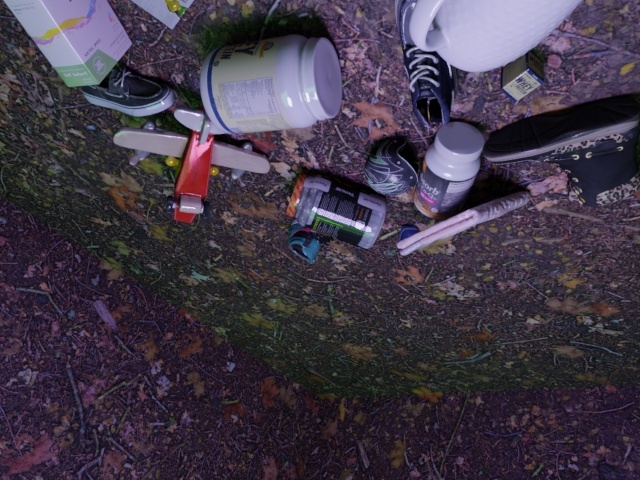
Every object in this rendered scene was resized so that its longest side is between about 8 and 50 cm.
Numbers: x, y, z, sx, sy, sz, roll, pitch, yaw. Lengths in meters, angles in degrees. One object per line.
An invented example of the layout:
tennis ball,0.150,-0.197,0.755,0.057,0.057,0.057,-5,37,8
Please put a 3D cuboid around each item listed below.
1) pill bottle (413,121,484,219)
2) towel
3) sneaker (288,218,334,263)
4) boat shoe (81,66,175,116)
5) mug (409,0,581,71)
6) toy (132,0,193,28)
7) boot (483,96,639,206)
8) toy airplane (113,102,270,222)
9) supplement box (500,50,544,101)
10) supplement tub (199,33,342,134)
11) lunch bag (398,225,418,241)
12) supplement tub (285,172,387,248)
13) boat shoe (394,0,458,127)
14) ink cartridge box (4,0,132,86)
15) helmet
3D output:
pill bottle,0.376,-0.201,1.499,0.162,0.162,0.278,13,145,7
towel,0.443,-0.055,1.581,0.317,0.332,0.053,-29,83,47
sneaker,0.000,0.000,1.930,0.295,0.178,0.124,-3,141,27
boat shoe,-0.617,-0.473,1.580,0.335,0.121,0.119,9,149,15
mug,0.320,-0.480,0.964,0.276,0.374,0.328,54,154,11
toy,-0.446,-0.665,1.295,0.237,0.056,0.137,32,140,-29
boot,0.668,-0.212,1.388,0.377,0.138,0.284,-14,135,30
toy airplane,-0.412,-0.289,1.674,0.384,0.272,0.386,-32,123,2
supplement box,0.489,-0.400,1.237,0.056,0.083,0.083,30,143,-20
supplement tub,-0.127,-0.411,1.354,0.325,0.235,0.235,0,142,23
lunch bag,0.326,-0.009,1.879,0.067,0.065,0.098,1,145,-4
supplement tub,0.052,-0.106,1.745,0.316,0.193,0.193,20,146,-5
boat shoe,0.258,-0.431,1.227,0.127,0.158,0.340,-6,140,30
ink cartridge box,-0.673,-0.612,1.332,0.119,0.207,0.353,4,144,21
helmet,0.216,-0.215,1.545,0.169,0.161,0.169,13,145,9
